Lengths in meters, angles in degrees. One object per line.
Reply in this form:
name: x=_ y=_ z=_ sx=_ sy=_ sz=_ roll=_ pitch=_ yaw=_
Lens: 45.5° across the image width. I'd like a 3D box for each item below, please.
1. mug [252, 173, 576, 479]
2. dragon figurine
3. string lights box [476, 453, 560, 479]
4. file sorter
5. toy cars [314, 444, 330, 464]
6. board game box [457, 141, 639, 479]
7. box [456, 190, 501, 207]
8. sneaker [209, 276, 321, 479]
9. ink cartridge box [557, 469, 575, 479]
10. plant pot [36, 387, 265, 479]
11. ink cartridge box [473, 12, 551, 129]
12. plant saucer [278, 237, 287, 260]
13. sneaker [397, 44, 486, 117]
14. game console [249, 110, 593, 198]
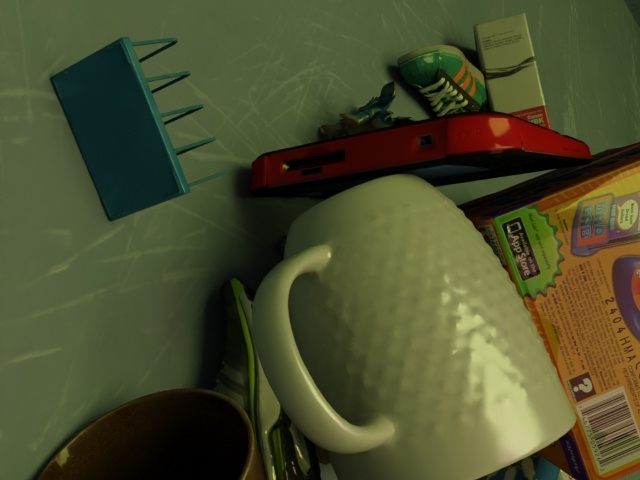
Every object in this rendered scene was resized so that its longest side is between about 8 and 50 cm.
mug: x=0.071 y=0.107 z=0.854 sx=0.374 sy=0.276 sz=0.327 roll=-8 pitch=73 yaw=-53
dragon figurine: x=0.097 y=-0.189 z=1.186 sx=0.144 sy=0.289 sz=0.085 roll=-35 pitch=98 yaw=-17
string lights box: x=0.336 y=0.419 z=1.338 sx=0.076 sy=0.133 sz=0.259 roll=62 pitch=37 yaw=-18
file sorter: x=-0.195 y=-0.128 z=0.852 sx=0.104 sy=0.118 sz=0.170 roll=-33 pitch=104 yaw=-57
toy cars: x=0.000 y=0.312 z=0.981 sx=0.176 sy=0.087 sz=0.393 roll=43 pitch=50 yaw=-31
board game box: x=0.403 y=0.073 z=1.093 sx=0.356 sy=0.357 sz=0.356 roll=-179 pitch=-112 yaw=-83
box: x=0.379 y=0.105 z=1.444 sx=0.294 sy=0.212 sz=0.395 roll=-18 pitch=93 yaw=-53
sneaker: x=-0.093 y=0.175 z=0.883 sx=0.111 sy=0.121 sz=0.299 roll=52 pitch=19 yaw=-51
ink cartridge box: x=0.493 y=0.538 z=1.516 sx=0.207 sy=0.117 sz=0.282 roll=-23 pitch=97 yaw=-53
plant pot: x=-0.129 y=0.300 z=0.730 sx=0.215 sy=0.216 sz=0.230 roll=-54 pitch=134 yaw=-47
ink cartridge box: x=0.425 y=-0.336 z=1.695 sx=0.197 sy=0.114 sz=0.272 roll=15 pitch=63 yaw=-76
plant saucer: x=0.000 y=0.000 z=1.145 sx=0.192 sy=0.018 sz=0.067 roll=-35 pitch=106 yaw=-51
sneaker: x=0.259 y=-0.296 z=1.518 sx=0.302 sy=0.108 sz=0.121 roll=8 pitch=67 yaw=-53
game console: x=0.133 y=-0.097 z=1.043 sx=0.342 sy=0.387 sz=0.060 roll=3 pitch=83 yaw=-53
